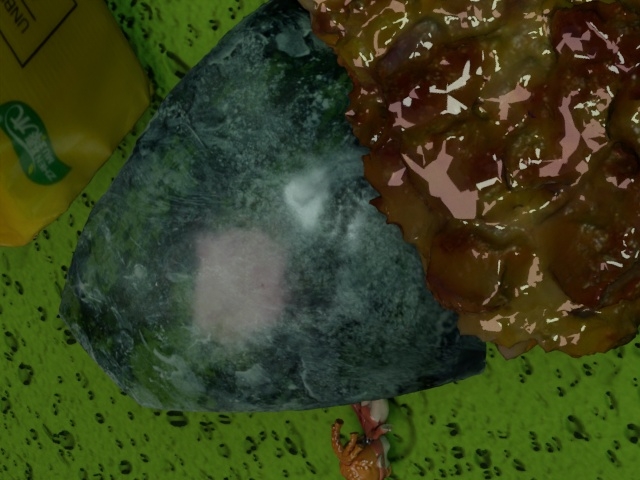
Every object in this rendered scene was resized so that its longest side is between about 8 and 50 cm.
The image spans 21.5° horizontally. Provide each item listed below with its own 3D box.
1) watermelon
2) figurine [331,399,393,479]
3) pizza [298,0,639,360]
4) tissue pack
[{"bbox_3d":[0.000,0.000,1.192,0.289,0.213,0.320,28,93,7],"label":"watermelon"},{"bbox_3d":[0.035,0.143,1.320,0.064,0.047,0.109,41,134,51],"label":"figurine"},{"bbox_3d":[0.142,-0.066,1.014,0.408,0.114,0.278,32,100,19],"label":"pizza"},{"bbox_3d":[-0.348,-0.189,1.228,0.293,0.228,0.382,-2,131,36],"label":"tissue pack"}]
